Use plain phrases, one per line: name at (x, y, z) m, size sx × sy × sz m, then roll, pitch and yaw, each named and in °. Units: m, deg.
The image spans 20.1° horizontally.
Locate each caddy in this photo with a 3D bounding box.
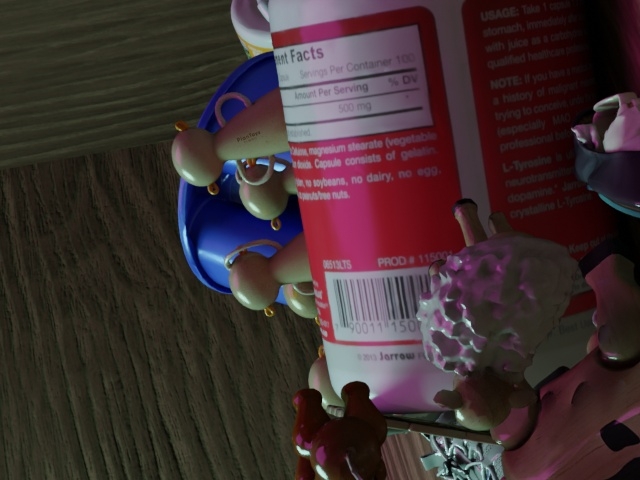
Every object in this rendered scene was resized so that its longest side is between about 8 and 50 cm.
caddy at (-0.003, -0.066, 1.762) m, size 0.341 × 0.179 × 0.241 m, roll -20°, pitch -57°, yaw -53°

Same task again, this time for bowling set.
bowling set at (0.000, 0.000, 1.529) m, size 0.200 × 0.154 × 0.287 m, roll -58°, pitch -55°, yaw -83°

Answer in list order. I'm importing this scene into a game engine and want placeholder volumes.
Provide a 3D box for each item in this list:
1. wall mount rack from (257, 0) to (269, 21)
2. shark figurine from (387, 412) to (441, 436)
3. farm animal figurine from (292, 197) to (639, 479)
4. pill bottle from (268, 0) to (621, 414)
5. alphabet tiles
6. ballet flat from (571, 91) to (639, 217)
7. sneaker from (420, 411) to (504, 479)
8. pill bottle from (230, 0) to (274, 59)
wall mount rack at (0.055, -0.240, 1.998) m, size 0.304 × 0.130 × 0.350 m, roll 45°, pitch 166°, yaw 13°
shark figurine at (0.084, 0.148, 1.805) m, size 0.116 × 0.166 × 0.278 m, roll -54°, pitch 13°, yaw 35°
farm animal figurine at (0.161, 0.152, 1.122) m, size 0.326 × 0.330 × 0.172 m, roll -57°, pitch 32°, yaw 35°
pill bottle at (0.088, -0.095, 1.315) m, size 0.229 × 0.229 × 0.407 m, roll -142°, pitch 42°, yaw -82°
alphabet tiles at (0.129, 0.146, 1.344) m, size 0.198 × 0.237 × 0.009 m, roll 145°, pitch 134°, yaw -84°
ballet flat at (0.196, -0.057, 1.126) m, size 0.203 × 0.074 × 0.074 m, roll -119°, pitch 20°, yaw -80°
sneaker at (0.158, 0.220, 1.762) m, size 0.281 × 0.115 × 0.105 m, roll -122°, pitch 22°, yaw -75°
pill bottle at (-0.004, -0.220, 2.313) m, size 0.272 × 0.152 × 0.152 m, roll 65°, pitch -173°, yaw -47°
